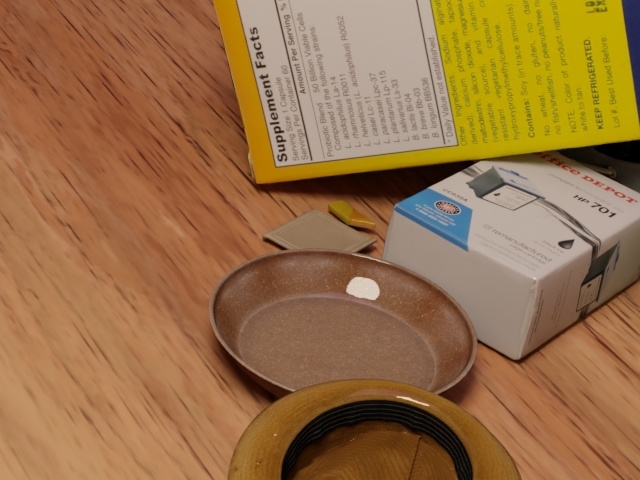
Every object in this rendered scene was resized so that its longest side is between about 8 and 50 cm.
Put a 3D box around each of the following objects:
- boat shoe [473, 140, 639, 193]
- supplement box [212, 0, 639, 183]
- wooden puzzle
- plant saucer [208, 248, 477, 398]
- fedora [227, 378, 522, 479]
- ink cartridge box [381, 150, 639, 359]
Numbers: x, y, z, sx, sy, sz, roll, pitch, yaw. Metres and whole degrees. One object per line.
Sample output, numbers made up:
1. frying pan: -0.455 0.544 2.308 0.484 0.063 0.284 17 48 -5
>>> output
1. boat shoe: 0.253 -0.080 1.512 0.319 0.099 0.116 30 37 29
2. supplement box: 0.110 -0.190 1.444 0.357 0.194 0.195 -6 24 15
3. wooden puzzle: 0.000 0.000 1.392 0.078 0.014 0.116 29 36 36
4. plant saucer: 0.015 0.073 1.254 0.199 0.036 0.198 7 31 -4
5. fedora: 0.031 0.169 1.061 0.194 0.079 0.194 5 37 -4
6. ink cartridge box: 0.161 0.002 1.369 0.140 0.082 0.191 29 37 29
